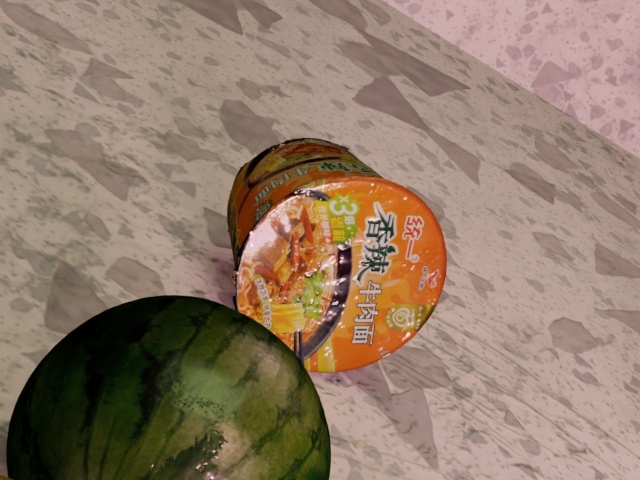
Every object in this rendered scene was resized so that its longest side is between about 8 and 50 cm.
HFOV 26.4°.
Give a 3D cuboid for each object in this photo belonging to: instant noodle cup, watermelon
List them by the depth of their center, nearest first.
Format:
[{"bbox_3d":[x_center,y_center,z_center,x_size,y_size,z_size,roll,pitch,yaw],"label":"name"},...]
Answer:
[{"bbox_3d":[-0.111,0.158,1.027,0.242,0.242,0.242,27,26,-14],"label":"watermelon"},{"bbox_3d":[0.000,0.000,1.470,0.230,0.230,0.182,21,19,-25],"label":"instant noodle cup"}]

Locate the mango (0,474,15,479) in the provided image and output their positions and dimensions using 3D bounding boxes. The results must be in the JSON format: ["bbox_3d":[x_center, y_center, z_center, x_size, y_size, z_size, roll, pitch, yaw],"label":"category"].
[{"bbox_3d":[-0.206,0.258,0.763,0.445,0.220,0.301,17,28,-38],"label":"mango"}]
